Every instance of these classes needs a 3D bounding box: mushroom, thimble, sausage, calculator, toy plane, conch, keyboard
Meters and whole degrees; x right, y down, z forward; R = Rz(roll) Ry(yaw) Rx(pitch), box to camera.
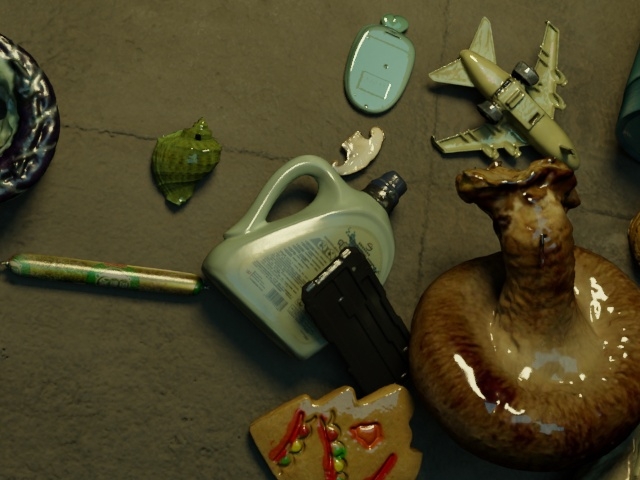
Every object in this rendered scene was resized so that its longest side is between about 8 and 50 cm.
[{"bbox_3d":[0.302,0.109,1.206,0.331,0.356,0.334,2,51,-30],"label":"mushroom"},{"bbox_3d":[-0.432,-0.136,1.116,0.237,0.150,0.237,1,88,-16],"label":"thimble"},{"bbox_3d":[-0.276,0.045,1.203,0.269,0.033,0.032,8,84,-14],"label":"sausage"},{"bbox_3d":[0.086,-0.255,1.324,0.095,0.021,0.153,22,85,-13],"label":"calculator"},{"bbox_3d":[0.285,-0.191,1.338,0.256,0.104,0.242,43,92,-2],"label":"toy plane"},{"bbox_3d":[-0.181,-0.109,1.231,0.089,0.074,0.121,26,98,19],"label":"conch"},{"bbox_3d":[0.060,0.118,1.226,0.106,0.016,0.262,-42,131,-12],"label":"keyboard"},{"bbox_3d":[0.053,-0.124,1.308,0.101,0.019,0.049,-40,97,-16],"label":"mushroom"}]

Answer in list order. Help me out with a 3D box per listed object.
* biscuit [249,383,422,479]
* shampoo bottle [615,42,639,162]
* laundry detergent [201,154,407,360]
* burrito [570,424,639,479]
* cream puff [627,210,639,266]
[{"bbox_3d":[0.020,0.280,1.243,0.239,0.041,0.212,15,99,-9],"label":"biscuit"},{"bbox_3d":[0.627,-0.271,1.310,0.331,0.331,0.342,22,79,-12],"label":"shampoo bottle"},{"bbox_3d":[0.000,0.000,1.240,0.215,0.105,0.280,45,79,-12],"label":"laundry detergent"},{"bbox_3d":[0.429,0.352,1.313,0.135,0.190,0.332,34,73,26],"label":"burrito"},{"bbox_3d":[0.545,-0.003,1.379,0.165,0.115,0.150,-20,95,-16],"label":"cream puff"}]
